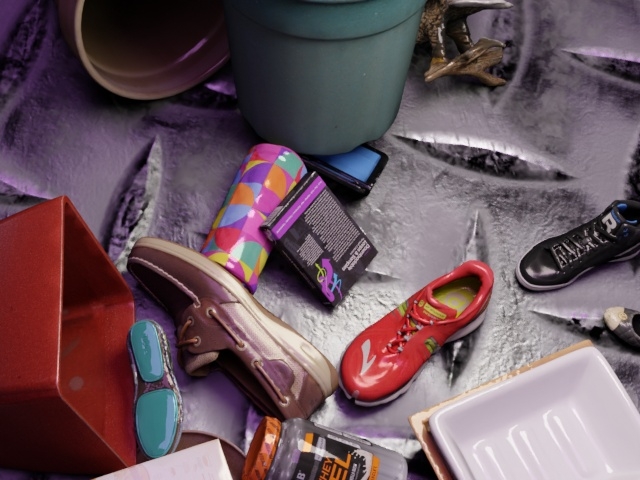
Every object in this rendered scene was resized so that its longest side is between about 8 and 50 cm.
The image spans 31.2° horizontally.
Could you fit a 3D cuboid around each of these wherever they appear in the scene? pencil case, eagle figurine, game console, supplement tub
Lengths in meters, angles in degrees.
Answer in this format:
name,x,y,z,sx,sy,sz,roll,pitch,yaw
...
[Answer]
name,x,y,z,sx,sy,sz,roll,pitch,yaw
pencil case,-0.100,-0.026,1.645,0.104,0.104,0.236,21,63,4
eagle figurine,0.162,-0.382,1.827,0.225,0.226,0.298,-24,71,3
game console,0.031,-0.125,1.729,0.122,0.107,0.071,27,96,8
supplement tub,0.004,0.296,1.449,0.190,0.117,0.117,20,60,-9

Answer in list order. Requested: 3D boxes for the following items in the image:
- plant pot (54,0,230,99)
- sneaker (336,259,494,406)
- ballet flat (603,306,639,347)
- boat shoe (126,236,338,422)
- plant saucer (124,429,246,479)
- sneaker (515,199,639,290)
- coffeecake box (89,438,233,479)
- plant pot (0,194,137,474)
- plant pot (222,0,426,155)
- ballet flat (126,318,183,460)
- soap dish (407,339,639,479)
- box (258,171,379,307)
name,x,y,z,sx,sy,sz,roll,pitch,yaw
plant pot,-0.289,-0.422,1.742,0.323,0.323,0.280,-29,53,-21
sneaker,0.131,0.114,1.582,0.279,0.118,0.107,-39,72,-24
ballet flat,0.493,0.136,1.659,0.173,0.049,0.057,24,60,6
boat shoe,-0.141,0.129,1.540,0.342,0.123,0.123,38,62,6
plant saucer,-0.170,0.341,1.463,0.198,0.036,0.198,3,61,-6
sneaker,0.392,-0.005,1.682,0.217,0.121,0.079,-19,65,-17
coffeecake box,-0.191,0.343,1.399,0.185,0.068,0.142,-15,64,-16
plant pot,-0.382,0.140,1.421,0.236,0.267,0.267,-11,57,6
plant pot,0.004,-0.322,1.638,0.341,0.334,0.341,1,50,-1
ballet flat,-0.212,0.197,1.494,0.070,0.070,0.188,-4,72,-10
soap dish,0.286,0.286,1.509,0.291,0.118,0.229,-20,66,-17
box,0.000,0.000,1.631,0.162,0.029,0.116,51,61,-20
